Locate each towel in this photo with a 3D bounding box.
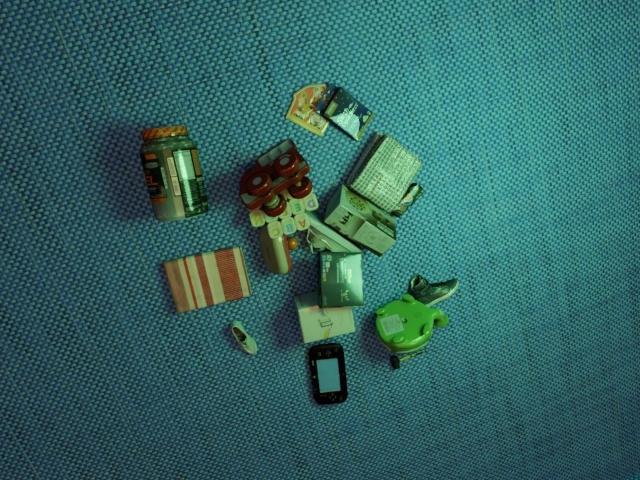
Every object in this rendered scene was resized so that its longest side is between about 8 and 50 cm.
[{"bbox_3d":[0.279,-0.292,1.718,0.235,0.121,0.283,31,96,-16],"label":"towel"},{"bbox_3d":[-0.481,0.166,1.730,0.329,0.037,0.236,-12,103,-9],"label":"towel"}]

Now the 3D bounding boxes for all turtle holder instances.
[{"bbox_3d":[0.408,0.388,1.854,0.320,0.243,0.227,-40,144,-20],"label":"turtle holder"}]

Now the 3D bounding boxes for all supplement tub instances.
[{"bbox_3d":[-0.560,-0.254,1.529,0.207,0.207,0.337,-10,103,-8],"label":"supplement tub"}]

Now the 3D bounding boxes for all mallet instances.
[{"bbox_3d":[0.435,0.571,1.992,0.190,0.039,0.062,-26,104,-9],"label":"mallet"}]

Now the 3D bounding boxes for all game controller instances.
[{"bbox_3d":[0.038,0.638,1.915,0.167,0.067,0.319,-8,103,-9],"label":"game controller"}]

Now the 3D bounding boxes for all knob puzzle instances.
[{"bbox_3d":[-0.025,-0.553,1.650,0.213,0.030,0.213,-2,103,-10],"label":"knob puzzle"}]

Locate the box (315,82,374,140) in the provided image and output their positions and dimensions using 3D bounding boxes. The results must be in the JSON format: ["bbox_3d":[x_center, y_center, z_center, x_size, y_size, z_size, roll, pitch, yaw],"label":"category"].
[{"bbox_3d":[0.101,-0.531,1.658,0.225,0.036,0.136,31,93,-21],"label":"box"}]

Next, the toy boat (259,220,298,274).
[{"bbox_3d":[-0.161,0.024,1.717,0.151,0.151,0.231,-23,109,-36],"label":"toy boat"}]

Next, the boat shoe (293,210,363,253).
[{"bbox_3d":[0.000,-0.003,1.741,0.367,0.136,0.156,33,105,-22],"label":"boat shoe"}]

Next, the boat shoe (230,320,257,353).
[{"bbox_3d":[-0.344,0.444,1.802,0.066,0.063,0.184,-25,106,-4],"label":"boat shoe"}]

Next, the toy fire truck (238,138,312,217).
[{"bbox_3d":[-0.192,-0.256,1.591,0.302,0.254,0.169,-34,139,-1],"label":"toy fire truck"}]

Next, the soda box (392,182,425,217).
[{"bbox_3d":[0.385,-0.180,1.793,0.053,0.060,0.169,42,93,-15],"label":"soda box"}]

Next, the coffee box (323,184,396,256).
[{"bbox_3d":[0.173,-0.083,1.707,0.297,0.168,0.119,32,125,-15],"label":"coffee box"}]

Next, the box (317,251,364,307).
[{"bbox_3d":[0.084,0.163,1.672,0.184,0.059,0.232,1,83,-13],"label":"box"}]

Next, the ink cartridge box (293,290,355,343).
[{"bbox_3d":[0.013,0.325,1.784,0.233,0.171,0.168,-12,105,-7],"label":"ink cartridge box"}]

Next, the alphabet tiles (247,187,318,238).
[{"bbox_3d":[-0.160,-0.155,1.641,0.284,0.021,0.277,-17,74,1],"label":"alphabet tiles"}]

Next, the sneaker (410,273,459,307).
[{"bbox_3d":[0.534,0.208,1.896,0.226,0.086,0.163,-32,109,-1],"label":"sneaker"}]
